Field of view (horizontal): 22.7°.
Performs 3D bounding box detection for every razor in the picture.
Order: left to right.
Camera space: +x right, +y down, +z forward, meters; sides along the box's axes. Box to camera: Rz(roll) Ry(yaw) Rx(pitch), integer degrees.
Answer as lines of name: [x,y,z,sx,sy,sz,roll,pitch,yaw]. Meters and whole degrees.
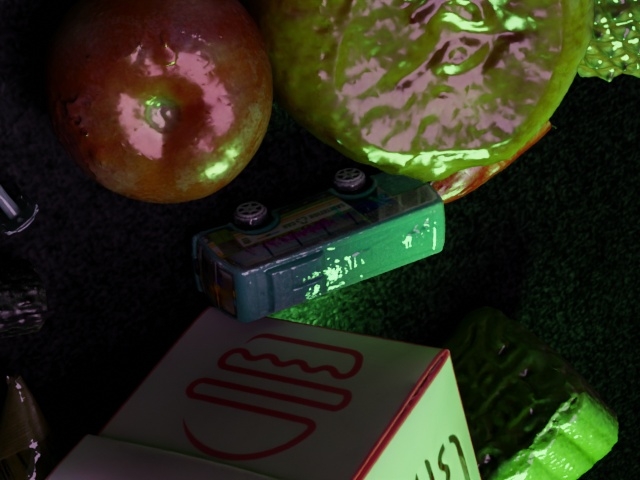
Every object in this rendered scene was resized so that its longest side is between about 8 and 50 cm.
razor: [-0.315,-0.070,1.455,0.040,0.068,0.135,-41,117,-11]

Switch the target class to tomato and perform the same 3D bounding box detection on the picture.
tomato: [-0.144,-0.140,1.432,0.208,0.184,0.208,-2,113,-5]

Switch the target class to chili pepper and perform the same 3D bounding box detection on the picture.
chili pepper: [0.169,-0.095,1.734,0.169,0.065,0.088,-45,128,0]

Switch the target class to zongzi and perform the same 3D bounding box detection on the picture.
zongzi: [-0.343,0.296,1.575,0.251,0.125,0.274,-34,125,-21]

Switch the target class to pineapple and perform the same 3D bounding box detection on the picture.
pineapple: [0.312,-0.279,1.563,0.175,0.175,0.361,-40,167,-9]

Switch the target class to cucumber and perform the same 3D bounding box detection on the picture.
cucumber: [-0.377,0.068,1.470,0.241,0.074,0.074,-9,118,-27]

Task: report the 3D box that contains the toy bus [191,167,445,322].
toy bus: [0.000,0.000,1.650,0.262,0.109,0.091,-21,129,-20]

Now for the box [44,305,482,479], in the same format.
box: [-0.033,0.284,1.586,0.300,0.312,0.314,-50,136,-39]

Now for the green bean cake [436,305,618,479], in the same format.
green bean cake: [0.185,0.218,1.800,0.248,0.222,0.125,-49,132,2]

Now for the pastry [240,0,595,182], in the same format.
pastry: [0.093,-0.222,1.524,0.356,0.164,0.356,-5,115,-10]
